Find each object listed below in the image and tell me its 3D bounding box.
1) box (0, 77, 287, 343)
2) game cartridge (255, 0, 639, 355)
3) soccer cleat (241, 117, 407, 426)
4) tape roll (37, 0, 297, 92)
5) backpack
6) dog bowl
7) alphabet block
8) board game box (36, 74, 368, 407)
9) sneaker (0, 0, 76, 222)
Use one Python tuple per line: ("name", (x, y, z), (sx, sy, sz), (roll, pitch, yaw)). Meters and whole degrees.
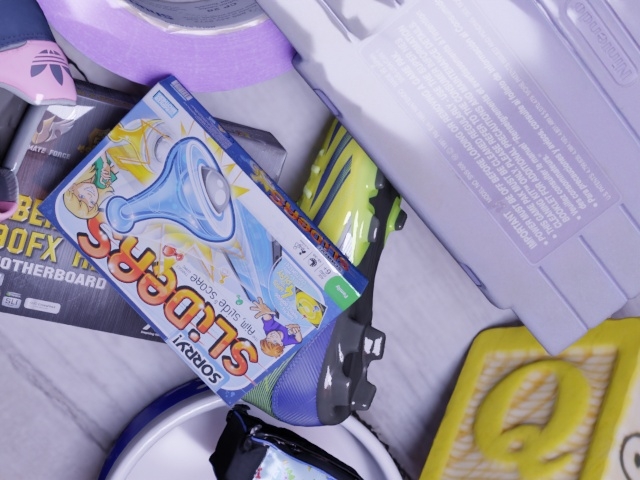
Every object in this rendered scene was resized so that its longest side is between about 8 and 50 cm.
("box", (-0.163, -0.022, 0.913), (0.231, 0.056, 0.183), (14, 108, -23))
("game cartridge", (0.143, -0.108, 0.835), (0.230, 0.068, 0.355), (-37, 108, 13))
("soccer cleat", (-0.001, 0.000, 0.921), (0.093, 0.121, 0.289), (35, 63, -62))
("tape roll", (-0.086, -0.246, 0.821), (0.275, 0.090, 0.274), (-7, 114, -15))
("backpack", (-0.026, 0.189, 0.889), (0.114, 0.105, 0.084), (27, 87, -14))
("dog bowl", (-0.061, 0.246, 0.992), (0.265, 0.104, 0.264), (-1, 94, -12))
("alphabet block", (0.233, 0.201, 1.028), (0.197, 0.193, 0.192), (47, 52, -28))
("board game box", (-0.084, 0.003, 0.834), (0.201, 0.035, 0.136), (46, 111, -4))
("sneaker", (-0.271, -0.033, 0.787), (0.112, 0.131, 0.319), (-10, 144, -52))
